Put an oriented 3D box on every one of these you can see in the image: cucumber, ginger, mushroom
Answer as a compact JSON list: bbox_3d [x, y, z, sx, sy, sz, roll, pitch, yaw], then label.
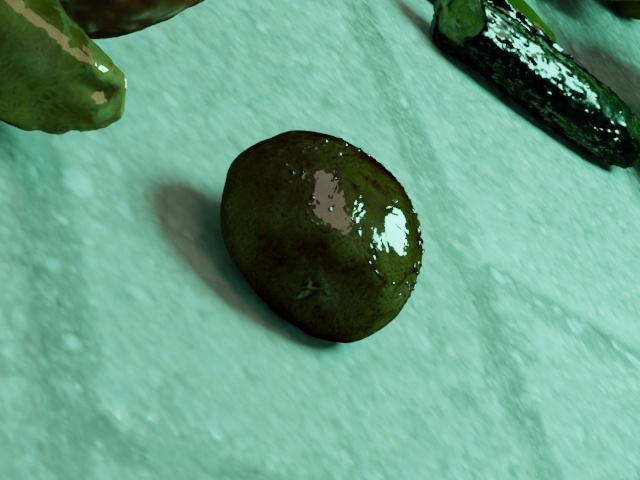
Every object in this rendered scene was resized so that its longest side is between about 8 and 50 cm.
[{"bbox_3d":[0.194,-0.128,1.585,0.245,0.067,0.067,34,25,-25],"label":"cucumber"},{"bbox_3d":[-0.186,-0.123,0.924,0.205,0.081,0.115,25,33,-34],"label":"ginger"},{"bbox_3d":[0.000,0.000,1.050,0.127,0.087,0.127,20,54,-30],"label":"mushroom"}]

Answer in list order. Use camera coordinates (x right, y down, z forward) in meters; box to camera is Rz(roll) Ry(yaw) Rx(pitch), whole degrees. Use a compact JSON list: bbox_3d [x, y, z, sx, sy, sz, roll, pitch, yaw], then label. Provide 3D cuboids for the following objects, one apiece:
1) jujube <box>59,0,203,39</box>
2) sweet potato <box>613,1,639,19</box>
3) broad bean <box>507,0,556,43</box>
[{"bbox_3d":[-0.148,-0.225,1.038,0.255,0.190,0.190,46,21,30],"label":"jujube"},{"bbox_3d":[0.349,-0.290,2.107,0.075,0.075,0.269,36,14,-19],"label":"sweet potato"},{"bbox_3d":[0.130,-0.211,1.635,0.213,0.048,0.070,43,24,4],"label":"broad bean"}]
